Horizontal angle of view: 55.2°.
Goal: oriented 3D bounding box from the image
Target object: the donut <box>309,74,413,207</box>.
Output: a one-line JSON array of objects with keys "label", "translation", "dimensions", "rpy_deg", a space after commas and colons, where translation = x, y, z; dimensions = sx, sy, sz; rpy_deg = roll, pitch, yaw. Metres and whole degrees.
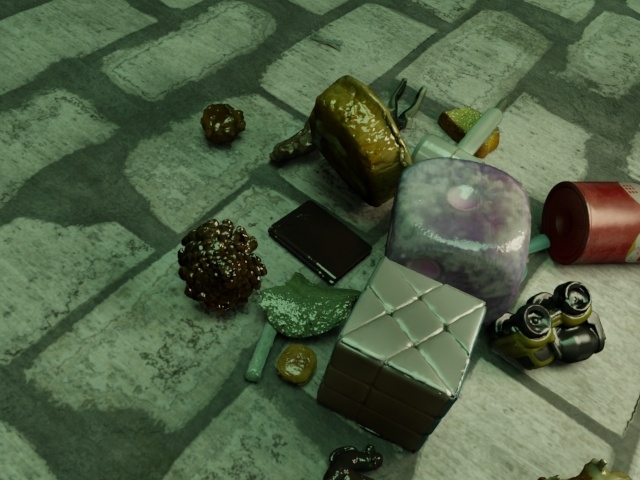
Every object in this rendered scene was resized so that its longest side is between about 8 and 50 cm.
[{"label": "donut", "translation": [0.085, -0.225, 1.440], "dimensions": [0.160, 0.330, 0.330], "rpy_deg": [-31, 59, -3]}]

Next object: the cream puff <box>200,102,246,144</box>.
[{"label": "cream puff", "translation": [-0.254, -0.302, 1.599], "dimensions": [0.116, 0.094, 0.122], "rpy_deg": [32, 76, 21]}]

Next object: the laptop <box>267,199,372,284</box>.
[{"label": "laptop", "translation": [0.000, 0.000, 1.431], "dimensions": [0.207, 0.026, 0.154], "rpy_deg": [38, 53, 20]}]

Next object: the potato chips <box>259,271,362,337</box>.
[{"label": "potato chips", "translation": [-0.004, 0.124, 1.286], "dimensions": [0.167, 0.059, 0.228], "rpy_deg": [34, 44, 31]}]

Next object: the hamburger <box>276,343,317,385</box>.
[{"label": "hamburger", "translation": [-0.046, 0.243, 1.206], "dimensions": [0.076, 0.044, 0.083], "rpy_deg": [20, 53, 8]}]

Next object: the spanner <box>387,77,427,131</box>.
[{"label": "spanner", "translation": [0.228, -0.370, 1.766], "dimensions": [0.095, 0.040, 0.325], "rpy_deg": [21, 49, 7]}]

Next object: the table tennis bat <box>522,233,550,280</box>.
[{"label": "table tennis bat", "translation": [0.449, 0.038, 1.466], "dimensions": [0.244, 0.040, 0.153], "rpy_deg": [-21, 56, -20]}]

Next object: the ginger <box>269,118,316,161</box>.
[{"label": "ginger", "translation": [-0.017, -0.287, 1.619], "dimensions": [0.290, 0.122, 0.084], "rpy_deg": [-37, 96, -35]}]

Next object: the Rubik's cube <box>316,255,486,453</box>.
[{"label": "Rubik's cube", "translation": [0.148, 0.213, 1.145], "dimensions": [0.221, 0.225, 0.231], "rpy_deg": [25, 50, 10]}]

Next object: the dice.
[{"label": "dice", "translation": [0.276, 0.006, 1.296], "dimensions": [0.270, 0.271, 0.270], "rpy_deg": [10, 49, 6]}]

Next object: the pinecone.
[{"label": "pinecone", "translation": [-0.208, 0.047, 1.268], "dimensions": [0.179, 0.150, 0.195], "rpy_deg": [-36, 62, 0]}]

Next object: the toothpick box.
[{"label": "toothpick box", "translation": [0.736, -0.043, 1.475], "dimensions": [0.333, 0.204, 0.204], "rpy_deg": [-1, 51, -11]}]

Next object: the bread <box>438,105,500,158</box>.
[{"label": "bread", "translation": [0.425, -0.316, 1.743], "dimensions": [0.103, 0.065, 0.187], "rpy_deg": [-26, 57, -21]}]

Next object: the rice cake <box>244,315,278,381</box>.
[{"label": "rice cake", "translation": [-0.106, 0.193, 1.244], "dimensions": [0.033, 0.033, 0.208], "rpy_deg": [21, 50, -1]}]

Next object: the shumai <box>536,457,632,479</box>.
[{"label": "shumai", "translation": [0.455, 0.507, 1.012], "dimensions": [0.314, 0.267, 0.262], "rpy_deg": [28, 13, -22]}]

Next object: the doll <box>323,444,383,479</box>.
[{"label": "doll", "translation": [0.055, 0.428, 1.064], "dimensions": [0.165, 0.057, 0.139], "rpy_deg": [-26, 56, -33]}]

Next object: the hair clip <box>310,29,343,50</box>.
[{"label": "hair clip", "translation": [0.021, -0.646, 1.970], "dimensions": [0.115, 0.030, 0.039], "rpy_deg": [24, 32, 8]}]

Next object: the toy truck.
[{"label": "toy truck", "translation": [0.482, 0.195, 1.285], "dimensions": [0.224, 0.147, 0.165], "rpy_deg": [-22, 80, -22]}]

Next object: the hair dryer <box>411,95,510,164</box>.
[{"label": "hair dryer", "translation": [0.407, -0.282, 1.646], "dimensions": [0.173, 0.107, 0.357], "rpy_deg": [35, 65, 18]}]
